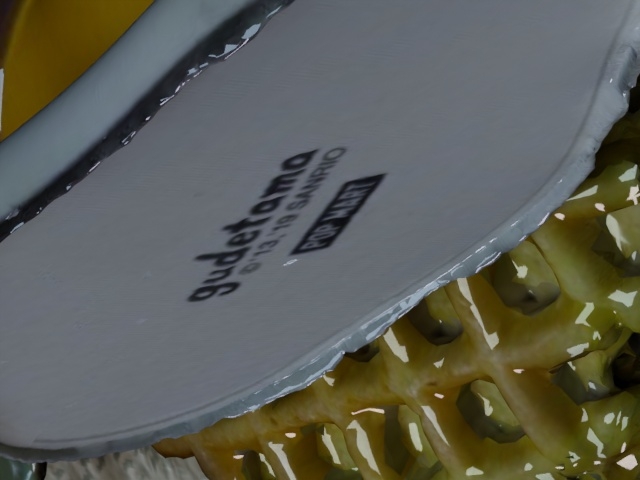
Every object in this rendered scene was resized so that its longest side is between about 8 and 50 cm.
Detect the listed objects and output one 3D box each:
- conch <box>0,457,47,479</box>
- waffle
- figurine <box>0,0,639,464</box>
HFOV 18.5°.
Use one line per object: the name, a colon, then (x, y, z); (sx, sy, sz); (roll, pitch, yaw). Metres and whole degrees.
conch: (-0.158, 0.018, 0.697); (0.187, 0.124, 0.181); (34, 141, -8)
waffle: (-0.001, 0.001, 0.596); (0.245, 0.052, 0.254); (34, 135, 25)
figurine: (-0.030, -0.058, 0.463); (0.250, 0.166, 0.141); (-43, 60, 46)
